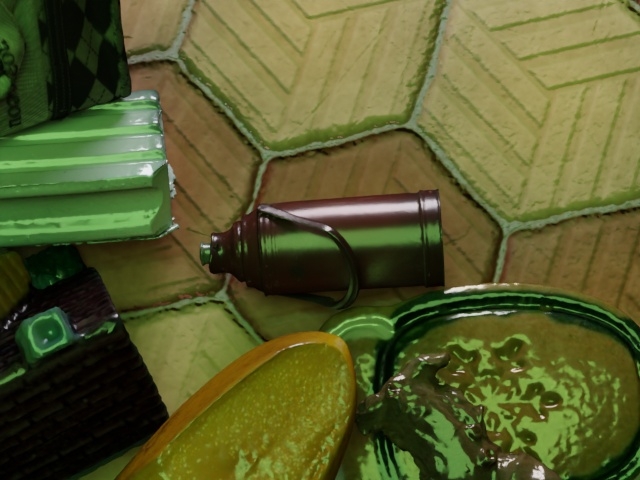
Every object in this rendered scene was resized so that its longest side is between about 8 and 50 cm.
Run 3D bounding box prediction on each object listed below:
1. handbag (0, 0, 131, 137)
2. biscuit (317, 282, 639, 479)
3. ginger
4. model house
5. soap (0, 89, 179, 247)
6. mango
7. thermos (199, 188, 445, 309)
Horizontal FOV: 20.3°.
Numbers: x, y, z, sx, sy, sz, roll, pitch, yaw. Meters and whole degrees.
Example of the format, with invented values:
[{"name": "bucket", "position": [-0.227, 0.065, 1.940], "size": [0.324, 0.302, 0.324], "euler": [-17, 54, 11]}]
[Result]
[{"name": "handbag", "position": [-0.366, -0.215, 1.547], "size": [0.416, 0.317, 0.180], "euler": [-22, 51, -27]}, {"name": "biscuit", "position": [0.155, 0.182, 1.675], "size": [0.343, 0.057, 0.287], "euler": [-3, 76, 1]}, {"name": "ginger", "position": [0.156, 0.229, 1.592], "size": [0.122, 0.084, 0.290], "euler": [-44, 83, -2]}, {"name": "model house", "position": [-0.308, 0.124, 1.602], "size": [0.280, 0.249, 0.230], "euler": [-29, 76, -6]}, {"name": "soap", "position": [-0.265, -0.063, 1.688], "size": [0.261, 0.094, 0.150], "euler": [-3, 39, -7]}, {"name": "mango", "position": [-0.091, 0.225, 1.586], "size": [0.201, 0.199, 0.350], "euler": [36, 85, -34]}, {"name": "thermos", "position": [0.000, 0.002, 1.704], "size": [0.232, 0.099, 0.124], "euler": [-4, 35, 4]}]
